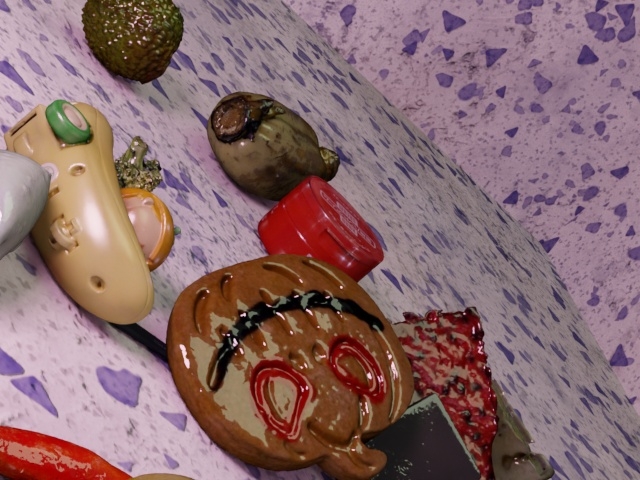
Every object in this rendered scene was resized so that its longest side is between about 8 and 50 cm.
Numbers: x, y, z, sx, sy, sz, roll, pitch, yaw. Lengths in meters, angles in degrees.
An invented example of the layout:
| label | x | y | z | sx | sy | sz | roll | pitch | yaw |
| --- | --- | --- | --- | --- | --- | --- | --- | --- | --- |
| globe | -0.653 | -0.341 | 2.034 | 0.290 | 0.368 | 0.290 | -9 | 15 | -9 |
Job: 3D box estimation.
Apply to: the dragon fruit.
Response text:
| label | x | y | z | sx | sy | sz | roll | pitch | yaw |
| --- | --- | --- | --- | --- | --- | --- | --- | --- | --- |
| dragon fruit | 0.108 | 0.284 | 1.896 | 0.286 | 0.228 | 0.329 | -10 | 77 | -28 |

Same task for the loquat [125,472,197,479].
| label | x | y | z | sx | sy | sz | roll | pitch | yaw |
| --- | --- | --- | --- | --- | --- | --- | --- | --- | --- |
| loquat | -0.124 | 0.288 | 1.146 | 0.152 | 0.152 | 0.195 | -106 | 172 | -57 |

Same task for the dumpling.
| label | x | y | z | sx | sy | sz | roll | pitch | yaw |
| --- | --- | --- | --- | --- | --- | --- | --- | --- | --- |
| dumpling | -0.363 | -0.036 | 1.385 | 0.216 | 0.149 | 0.104 | -87 | 173 | -59 |

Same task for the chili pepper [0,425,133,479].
| label | x | y | z | sx | sy | sz | roll | pitch | yaw |
| --- | --- | --- | --- | --- | --- | --- | --- | --- | --- |
| chili pepper | -0.221 | 0.220 | 1.206 | 0.272 | 0.063 | 0.071 | 37 | 7 | -30 |

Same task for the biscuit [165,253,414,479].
| label | x | y | z | sx | sy | sz | roll | pitch | yaw |
| --- | --- | --- | --- | --- | --- | --- | --- | --- | --- |
| biscuit | -0.020 | 0.160 | 1.657 | 0.367 | 0.063 | 0.314 | -14 | 66 | -49 |

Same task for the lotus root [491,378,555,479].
| label | x | y | z | sx | sy | sz | roll | pitch | yaw |
| --- | --- | --- | --- | --- | --- | --- | --- | --- | --- |
| lotus root | 0.270 | 0.315 | 2.170 | 0.235 | 0.138 | 0.119 | 52 | 21 | 9 |

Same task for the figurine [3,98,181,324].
| label | x | y | z | sx | sy | sz | roll | pitch | yaw |
| --- | --- | --- | --- | --- | --- | --- | --- | --- | --- |
| figurine | -0.264 | -0.033 | 1.586 | 0.222 | 0.124 | 0.324 | 32 | 26 | -55 |

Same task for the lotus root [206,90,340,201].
| label | x | y | z | sx | sy | sz | roll | pitch | yaw |
| --- | --- | --- | --- | --- | --- | --- | --- | --- | --- |
| lotus root | -0.079 | -0.152 | 2.301 | 0.309 | 0.173 | 0.173 | 27 | 27 | -52 |

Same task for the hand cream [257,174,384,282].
| label | x | y | z | sx | sy | sz | roll | pitch | yaw |
| --- | --- | --- | --- | --- | --- | --- | --- | --- | --- |
| hand cream | 0.000 | 0.000 | 2.198 | 0.193 | 0.125 | 0.193 | 43 | 17 | -17 |

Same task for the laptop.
| label | x | y | z | sx | sy | sz | roll | pitch | yaw |
| --- | --- | --- | --- | --- | --- | --- | --- | --- | --- |
| laptop | 0.109 | 0.297 | 1.749 | 0.197 | 0.016 | 0.135 | -23 | 80 | -30 |

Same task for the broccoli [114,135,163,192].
| label | x | y | z | sx | sy | sz | roll | pitch | yaw |
| --- | --- | --- | --- | --- | --- | --- | --- | --- | --- |
| broccoli | -0.251 | -0.094 | 1.810 | 0.097 | 0.092 | 0.095 | 18 | 17 | -30 |

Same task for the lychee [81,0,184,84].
| label | x | y | z | sx | sy | sz | roll | pitch | yaw |
| --- | --- | --- | --- | --- | --- | --- | --- | --- | --- |
| lychee | -0.301 | -0.340 | 2.132 | 0.171 | 0.171 | 0.171 | 44 | 16 | -16 |

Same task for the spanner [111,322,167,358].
| label | x | y | z | sx | sy | sz | roll | pitch | yaw |
| --- | --- | --- | --- | --- | --- | --- | --- | --- | --- |
| spanner | -0.174 | 0.143 | 1.596 | 0.208 | 0.012 | 0.046 | 40 | 19 | -30 |
